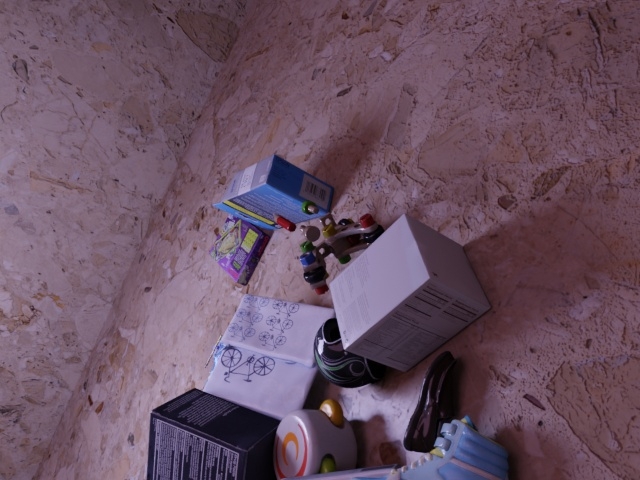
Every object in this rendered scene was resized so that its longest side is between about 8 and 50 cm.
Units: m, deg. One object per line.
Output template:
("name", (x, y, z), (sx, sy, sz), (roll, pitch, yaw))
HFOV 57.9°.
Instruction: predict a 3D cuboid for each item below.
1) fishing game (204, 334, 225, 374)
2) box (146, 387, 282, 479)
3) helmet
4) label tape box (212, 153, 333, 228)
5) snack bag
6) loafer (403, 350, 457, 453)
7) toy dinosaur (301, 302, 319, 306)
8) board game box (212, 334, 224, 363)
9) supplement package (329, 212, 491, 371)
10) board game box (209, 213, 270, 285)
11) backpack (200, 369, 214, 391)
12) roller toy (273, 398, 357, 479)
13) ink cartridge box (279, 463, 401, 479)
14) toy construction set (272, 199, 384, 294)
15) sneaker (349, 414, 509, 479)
("fishing game", (-0.325, 0.421, 1.919), (0.189, 0.041, 0.264), (-60, 33, 11))
("box", (-0.268, 0.577, 1.465), (0.294, 0.183, 0.296), (13, 103, 26))
("helmet", (0.064, 0.270, 1.395), (0.162, 0.169, 0.169), (-9, 60, 31))
("label tape box", (-0.164, -0.146, 1.930), (0.348, 0.249, 0.115), (-12, 59, 51))
("snack bag", (-0.145, 0.313, 1.590), (0.323, 0.037, 0.342), (8, 57, 28))
("loafer", (0.244, 0.338, 1.196), (0.079, 0.080, 0.219), (18, 81, 25))
("toy dinosaur", (-0.048, 0.235, 1.689), (0.183, 0.053, 0.092), (-14, 59, 51))
("board game box", (-0.307, 0.430, 1.948), (0.145, 0.027, 0.281), (-48, 36, 26))
("supplement package", (0.189, 0.122, 1.290), (0.262, 0.198, 0.199), (-45, 36, 28))
("board game box", (-0.319, 0.022, 2.230), (0.208, 0.056, 0.347), (-59, 32, 1))
("backpack", (-0.226, 0.455, 1.676), (0.253, 0.191, 0.225), (-53, 45, 1))
("roller toy", (-0.010, 0.497, 1.364), (0.191, 0.146, 0.209), (-44, 45, 42))
("ink cartridge box", (0.052, 0.600, 1.181), (0.275, 0.060, 0.238), (-14, 78, 16))
("toy construction set", (0.000, 0.000, 1.576), (0.257, 0.309, 0.237), (-56, 27, -2))
("sneaker", (0.203, 0.428, 1.087), (0.319, 0.127, 0.208), (-1, 60, 25))
